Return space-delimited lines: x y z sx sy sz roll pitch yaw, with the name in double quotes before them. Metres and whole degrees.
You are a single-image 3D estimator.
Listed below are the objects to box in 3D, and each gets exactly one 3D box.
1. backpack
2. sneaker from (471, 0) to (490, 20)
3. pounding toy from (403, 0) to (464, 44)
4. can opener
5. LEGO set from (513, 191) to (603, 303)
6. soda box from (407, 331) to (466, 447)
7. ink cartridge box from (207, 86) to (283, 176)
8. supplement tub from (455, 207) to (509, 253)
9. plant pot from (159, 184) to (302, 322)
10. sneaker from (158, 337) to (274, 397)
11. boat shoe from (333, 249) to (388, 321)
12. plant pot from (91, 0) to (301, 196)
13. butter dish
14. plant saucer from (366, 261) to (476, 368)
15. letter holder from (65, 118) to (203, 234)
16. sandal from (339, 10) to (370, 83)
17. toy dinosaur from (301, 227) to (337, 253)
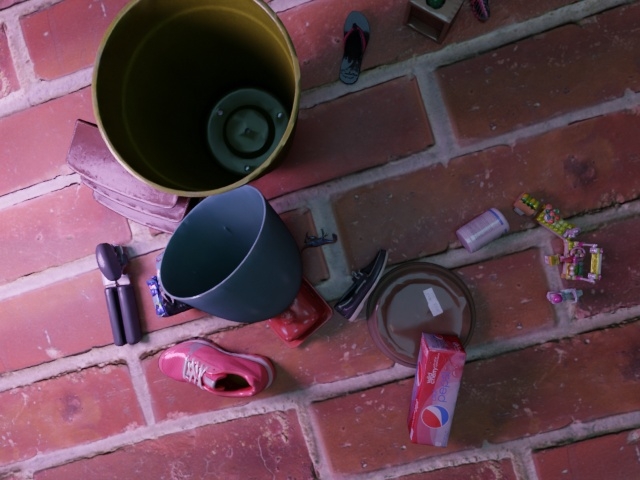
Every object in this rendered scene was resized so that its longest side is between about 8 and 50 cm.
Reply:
"backpack" -0.365 0.096 1.033 0.116 0.158 0.173 -20 87 -1
"sneaker" 0.394 -0.598 0.987 0.057 0.047 0.119 -21 91 -5
"pounding toy" 0.281 -0.553 0.948 0.130 0.141 0.100 31 95 4
"can opener" -0.552 0.147 1.085 0.075 0.095 0.284 -10 91 7
"LEGO set" 0.573 0.006 0.956 0.132 0.107 0.287 -20 90 6
"soda box" 0.277 0.362 0.984 0.092 0.083 0.263 6 106 3
"ink cartridge box" -0.241 -0.293 1.060 0.223 0.045 0.224 34 95 3
"supplement tub" 0.396 -0.024 0.992 0.107 0.071 0.071 -32 89 6
"plant pot" -0.178 0.055 0.946 0.293 0.235 0.293 -19 48 23
"sneaker" -0.280 0.331 1.043 0.313 0.136 0.116 7 92 6
"boat shoe" 0.103 0.106 1.026 0.065 0.075 0.206 29 99 1
"plant pot" -0.199 -0.265 0.856 0.366 0.353 0.367 0 93 5
"butter dish" -0.074 0.184 1.025 0.160 0.118 0.160 -41 87 5
"plant saucer" 0.255 0.194 1.031 0.277 0.041 0.278 0 91 6
"letter holder" -0.472 -0.143 1.040 0.301 0.152 0.215 22 96 5
"sandal" 0.085 -0.488 1.021 0.067 0.040 0.179 8 93 6
"toy dinosaur" 0.000 0.000 1.061 0.082 0.047 0.090 17 127 -4
